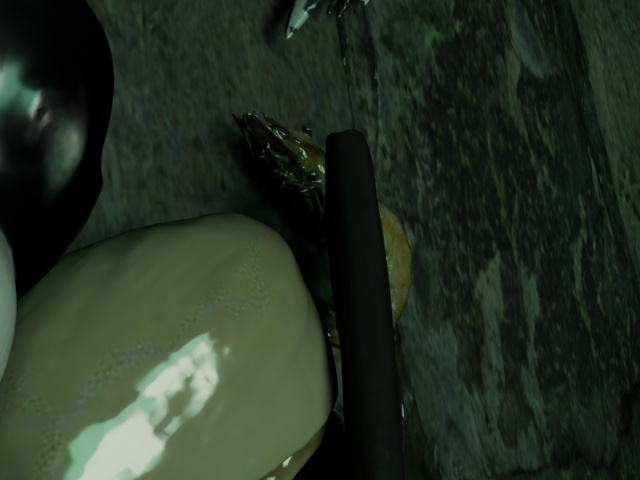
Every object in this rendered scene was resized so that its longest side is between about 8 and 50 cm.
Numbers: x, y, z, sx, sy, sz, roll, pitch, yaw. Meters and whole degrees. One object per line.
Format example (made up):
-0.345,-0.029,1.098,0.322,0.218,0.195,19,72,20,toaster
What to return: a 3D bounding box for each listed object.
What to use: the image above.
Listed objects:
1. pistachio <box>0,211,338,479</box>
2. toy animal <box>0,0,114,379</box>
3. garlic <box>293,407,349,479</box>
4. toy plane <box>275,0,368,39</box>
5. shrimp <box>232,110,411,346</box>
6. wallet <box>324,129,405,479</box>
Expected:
-0.117,0.102,0.654,0.226,0.207,0.332,35,35,14,pistachio
-0.247,-0.009,0.512,0.251,0.251,0.310,35,60,-38,toy animal
-0.003,0.207,0.838,0.148,0.129,0.266,0,71,-81,garlic
0.000,-0.288,0.999,0.234,0.082,0.160,-56,133,-23,toy plane
0.000,0.000,0.934,0.296,0.058,0.169,40,55,-40,shrimp
0.039,0.111,0.758,0.197,0.051,0.377,81,5,-54,wallet
